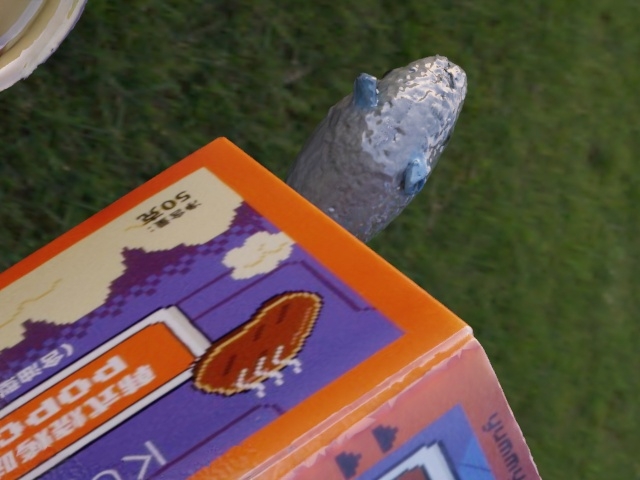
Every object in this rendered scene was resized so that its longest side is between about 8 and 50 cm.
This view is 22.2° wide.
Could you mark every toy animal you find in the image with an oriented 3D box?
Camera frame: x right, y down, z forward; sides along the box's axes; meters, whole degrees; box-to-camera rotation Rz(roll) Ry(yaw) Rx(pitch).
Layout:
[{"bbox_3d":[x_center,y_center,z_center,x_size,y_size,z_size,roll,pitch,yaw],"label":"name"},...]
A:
[{"bbox_3d":[-0.006,-0.001,0.910,0.253,0.070,0.079,-54,176,5],"label":"toy animal"}]

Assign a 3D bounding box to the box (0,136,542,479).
[{"bbox_3d":[-0.076,0.199,0.751,0.348,0.257,0.319,-32,125,-14],"label":"box"}]

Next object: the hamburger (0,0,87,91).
[{"bbox_3d":[-0.199,-0.156,0.790,0.175,0.137,0.175,-43,147,-38],"label":"hamburger"}]
